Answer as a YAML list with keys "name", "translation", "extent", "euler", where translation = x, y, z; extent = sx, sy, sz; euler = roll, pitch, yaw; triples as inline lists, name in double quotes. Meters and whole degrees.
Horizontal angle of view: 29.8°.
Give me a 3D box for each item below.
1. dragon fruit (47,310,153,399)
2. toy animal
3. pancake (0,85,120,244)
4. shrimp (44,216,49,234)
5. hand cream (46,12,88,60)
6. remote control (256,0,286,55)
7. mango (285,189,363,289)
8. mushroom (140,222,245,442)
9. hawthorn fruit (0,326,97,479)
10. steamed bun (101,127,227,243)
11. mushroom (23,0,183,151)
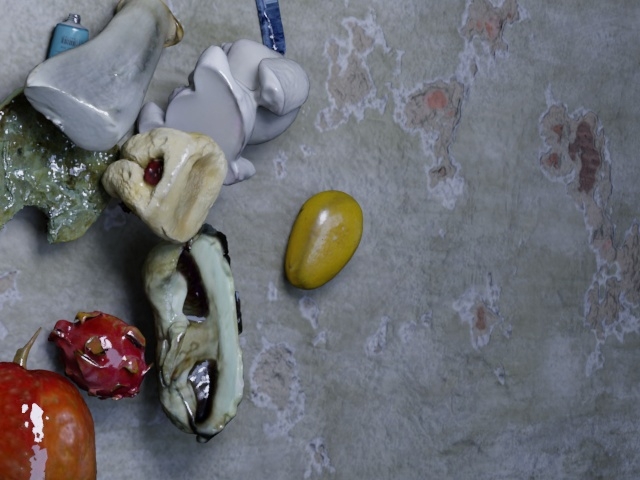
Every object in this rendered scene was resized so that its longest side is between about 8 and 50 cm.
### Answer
- name: "dragon fruit"
  translation: [-0.340, 0.171, 1.866]
  extent: [0.166, 0.136, 0.133]
  euler: [33, 36, -12]
- name: "toy animal"
  translation: [-0.132, -0.217, 1.956]
  extent: [0.206, 0.272, 0.265]
  euler: [51, 35, -3]
- name: "pancake"
  translation: [-0.401, -0.118, 1.785]
  extent: [0.254, 0.037, 0.253]
  euler: [-4, 96, -45]
- name: "shrimp"
  translation: [-0.387, -0.081, 1.850]
  extent: [0.091, 0.034, 0.161]
  euler: [50, 60, -34]
- name: "hand cream"
  translation: [-0.391, -0.233, 1.831]
  extent: [0.083, 0.048, 0.224]
  euler: [7, 96, -41]
- name: "remote control"
  translation: [-0.086, -0.390, 2.084]
  extent: [0.043, 0.027, 0.152]
  euler: [-20, 106, -34]
- name: "mango"
  translation: [0.000, 0.000, 2.161]
  extent: [0.195, 0.098, 0.137]
  euler: [-53, 128, -14]
- name: "mushroom"
  translation: [-0.218, 0.142, 1.928]
  extent: [0.247, 0.130, 0.344]
  euler: [-47, 131, -58]
- name: "hawthorn fruit"
  translation: [-0.442, 0.299, 1.717]
  extent: [0.258, 0.258, 0.261]
  euler: [-29, 87, -35]
- name: "steamed bun"
  translation: [-0.248, -0.095, 1.809]
  extent: [0.172, 0.155, 0.141]
  euler: [-66, 154, -12]
- name: "mushroom"
  translation: [-0.307, -0.266, 1.779]
  extent: [0.159, 0.122, 0.328]
  euler: [65, 32, -34]
